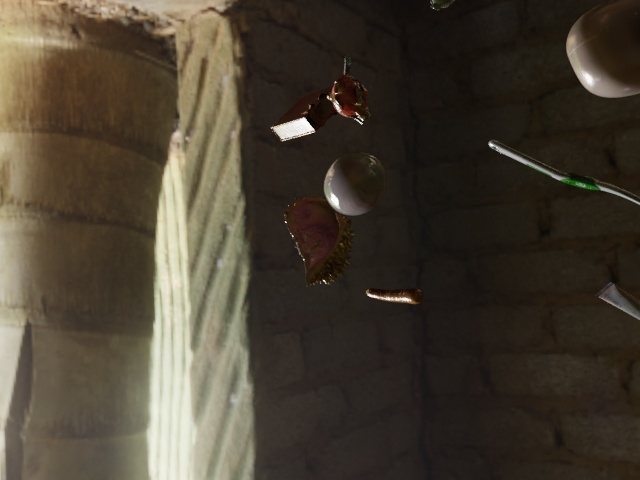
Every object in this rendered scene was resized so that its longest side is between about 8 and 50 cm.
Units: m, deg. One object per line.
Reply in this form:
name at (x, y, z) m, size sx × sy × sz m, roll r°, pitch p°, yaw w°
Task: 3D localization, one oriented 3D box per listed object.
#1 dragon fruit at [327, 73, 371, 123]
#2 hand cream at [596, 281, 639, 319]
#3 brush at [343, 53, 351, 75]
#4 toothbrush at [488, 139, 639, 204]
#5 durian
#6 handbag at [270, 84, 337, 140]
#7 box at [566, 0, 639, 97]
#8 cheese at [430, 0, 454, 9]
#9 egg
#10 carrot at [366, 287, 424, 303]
dragon fruit at (0.070, -0.306, 1.572) m, size 0.081 × 0.116 × 0.086 m, roll -35°, pitch 176°, yaw -7°
hand cream at (0.872, 0.186, 1.987) m, size 0.209 × 0.043 × 0.067 m, roll 30°, pitch 136°, yaw 0°
brush at (0.073, -0.456, 2.040) m, size 0.021 × 0.196 × 0.070 m, roll 5°, pitch 133°, yaw 2°
toothbrush at (0.546, -0.131, 1.529) m, size 0.418 × 0.040 × 0.042 m, roll 31°, pitch 179°, yaw 25°
durian at (0.001, 0.000, 1.504) m, size 0.132 × 0.165 × 0.182 m, roll 1°, pitch -162°, yaw -21°
handbag at (-0.028, -0.306, 1.730) m, size 0.127 × 0.063 × 0.190 m, roll -47°, pitch -159°, yaw -20°
box at (0.464, -0.291, 1.060) m, size 0.200 × 0.146 × 0.088 m, roll -19°, pitch 172°, yaw -10°
cheese at (0.325, -0.632, 1.832) m, size 0.067 × 0.121 × 0.026 m, roll 30°, pitch 162°, yaw 31°
egg at (0.060, -0.097, 1.218) m, size 0.103 × 0.103 × 0.135 m, roll -2°, pitch 161°, yaw -18°
carrot at (0.173, 0.132, 1.726) m, size 0.037 × 0.037 × 0.190 m, roll -1°, pitch 178°, yaw -39°
